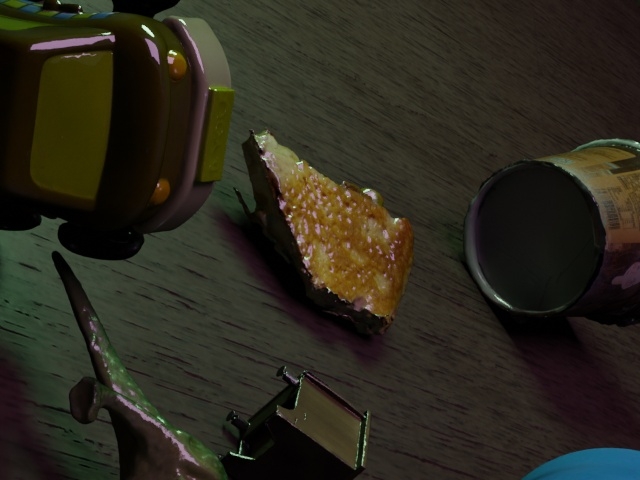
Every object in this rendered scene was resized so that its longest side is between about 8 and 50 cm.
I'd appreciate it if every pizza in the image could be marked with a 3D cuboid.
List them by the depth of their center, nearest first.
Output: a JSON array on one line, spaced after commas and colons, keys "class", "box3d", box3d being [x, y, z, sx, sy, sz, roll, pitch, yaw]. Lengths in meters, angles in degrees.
[{"class": "pizza", "box3d": [0.000, 0.000, 1.651, 0.226, 0.069, 0.147, 25, 55, -41]}]

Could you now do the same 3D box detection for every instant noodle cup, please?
[{"class": "instant noodle cup", "box3d": [0.281, -0.005, 2.006, 0.207, 0.217, 0.217, -4, 58, -55]}]

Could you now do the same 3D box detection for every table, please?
[{"class": "table", "box3d": [-0.021, 0.150, 1.359, 0.082, 0.083, 0.070, 39, 28, -17]}]

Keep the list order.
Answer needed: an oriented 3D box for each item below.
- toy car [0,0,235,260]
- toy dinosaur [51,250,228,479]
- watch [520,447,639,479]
[{"class": "toy car", "box3d": [-0.204, -0.093, 1.186, 0.248, 0.204, 0.198, 14, 10, 25]}, {"class": "toy dinosaur", "box3d": [-0.051, 0.213, 1.206, 0.301, 0.087, 0.447, 24, 41, -46]}, {"class": "watch", "box3d": [0.249, 0.290, 1.367, 0.274, 0.305, 0.241, 61, 23, 4]}]
